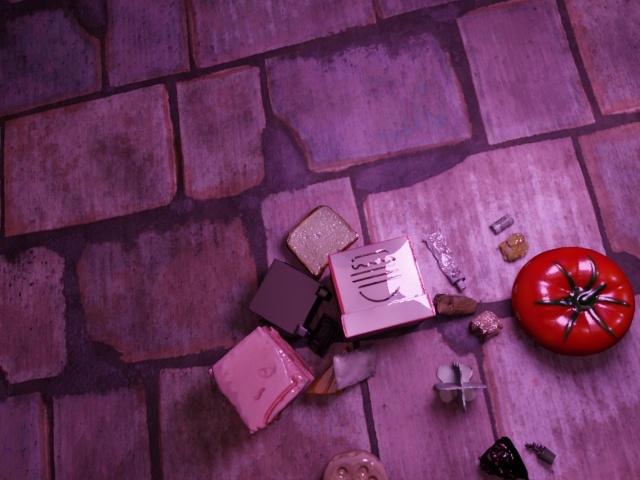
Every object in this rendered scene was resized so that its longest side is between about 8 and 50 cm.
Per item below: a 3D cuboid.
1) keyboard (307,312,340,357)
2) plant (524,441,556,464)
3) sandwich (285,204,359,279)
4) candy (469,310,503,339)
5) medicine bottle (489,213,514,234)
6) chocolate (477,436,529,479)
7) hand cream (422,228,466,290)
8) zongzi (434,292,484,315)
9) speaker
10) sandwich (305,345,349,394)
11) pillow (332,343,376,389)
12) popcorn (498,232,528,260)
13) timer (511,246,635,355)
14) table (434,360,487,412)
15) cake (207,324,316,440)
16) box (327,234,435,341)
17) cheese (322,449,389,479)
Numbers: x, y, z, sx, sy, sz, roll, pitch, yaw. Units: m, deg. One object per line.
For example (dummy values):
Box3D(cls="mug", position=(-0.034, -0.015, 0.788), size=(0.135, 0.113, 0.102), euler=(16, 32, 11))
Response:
Box3D(cls="keyboard", position=(0.011, 0.366, 1.754), size=(0.094, 0.230, 0.025), euler=(41, 46, 17))
Box3D(cls="plant", position=(0.773, 0.742, 1.626), size=(0.102, 0.051, 0.051), euler=(30, 84, 28))
Box3D(cls="sandwich", position=(0.000, 0.000, 1.886), size=(0.251, 0.087, 0.226), euler=(-44, 77, -5))
Box3D(cls="candy", position=(0.619, 0.318, 1.724), size=(0.110, 0.085, 0.095), euler=(-37, 69, -11))
Box3D(cls="medicine bottle", position=(0.713, -0.064, 1.809), size=(0.083, 0.047, 0.047), euler=(-34, 75, 0))
Box3D(cls="chocolate", position=(0.626, 0.777, 1.610), size=(0.133, 0.156, 0.156), euler=(-33, 74, 20))
Box3D(cls="hand cream", position=(0.500, 0.082, 1.811), size=(0.084, 0.050, 0.257), euler=(-28, 69, 0))
Box3D(cls="zongzi", position=(0.519, 0.252, 1.704), size=(0.189, 0.178, 0.081), euler=(4, 96, 9))
Box3D(cls="speaker", position=(-0.110, 0.230, 1.806), size=(0.254, 0.184, 0.232), euler=(27, 84, 10))
Box3D(cls="sandwich", position=(0.030, 0.491, 1.759), size=(0.144, 0.117, 0.187), euler=(6, 80, 7))
Box3D(cls="pillow", position=(0.133, 0.464, 1.705), size=(0.051, 0.229, 0.128), euler=(-6, 89, 45))
Box3D(cls="popcorn", position=(0.744, 0.026, 1.768), size=(0.097, 0.089, 0.109), euler=(10, 88, -25))
Box3D(cls="timer", position=(0.868, 0.210, 1.607), size=(0.378, 0.279, 0.378), euler=(-1, 80, 8))
Box3D(cls="table", position=(0.493, 0.516, 1.639), size=(0.167, 0.198, 0.166), euler=(-2, 77, 9))
Box3D(cls="cake", position=(-0.206, 0.493, 1.699), size=(0.293, 0.307, 0.314), euler=(-44, 76, -4))
Box3D(cls="box", position=(0.204, 0.189, 1.689), size=(0.314, 0.312, 0.300), euler=(-14, 74, -1))
Box3D(cls="cheese", position=(0.127, 0.871, 1.663), size=(0.235, 0.117, 0.218), euler=(7, 80, 9))
